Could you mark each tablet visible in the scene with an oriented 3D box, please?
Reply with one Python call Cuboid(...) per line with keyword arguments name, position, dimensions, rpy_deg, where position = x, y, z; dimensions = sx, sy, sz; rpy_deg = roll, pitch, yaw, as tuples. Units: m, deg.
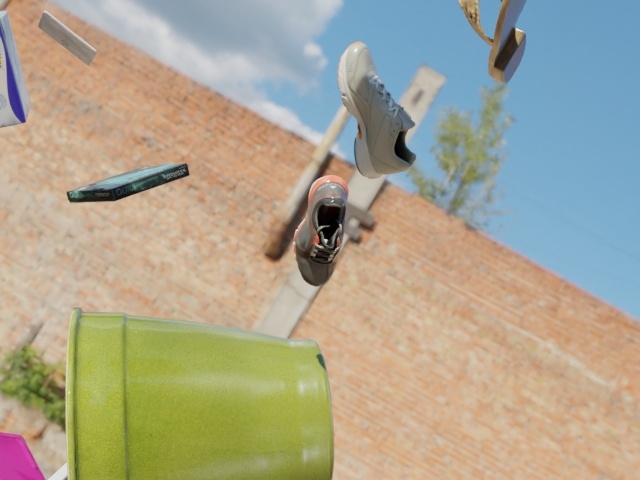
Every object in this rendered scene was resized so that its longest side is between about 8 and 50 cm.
Cuboid(name="tablet", position=(-0.332, -0.264, 1.259), dimensions=(0.083, 0.006, 0.054), rpy_deg=(38, -24, -13))

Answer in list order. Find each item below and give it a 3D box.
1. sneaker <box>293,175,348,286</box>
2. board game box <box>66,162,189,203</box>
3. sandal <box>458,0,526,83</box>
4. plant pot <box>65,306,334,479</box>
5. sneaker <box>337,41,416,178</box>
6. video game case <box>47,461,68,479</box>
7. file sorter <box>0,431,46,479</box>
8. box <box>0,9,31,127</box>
Cuboid(name="sneaker", position=(0.000, 0.000, 1.171), dimensions=(0.061, 0.157, 0.065), rpy_deg=(2, 35, -6))
Cuboid(name="board game box", position=(-0.345, -0.103, 1.728), dimensions=(0.126, 0.026, 0.186), rpy_deg=(-1, 17, 38))
Cuboid(name="sandal", position=(0.202, -0.272, 1.161), dimensions=(0.079, 0.088, 0.240), rpy_deg=(28, -13, 17))
Cuboid(name="plant pot", position=(-0.169, 0.268, 1.387), dimensions=(0.353, 0.366, 0.366), rpy_deg=(-3, -8, -9))
Cuboid(name="sneaker", position=(0.118, -0.247, 1.799), dimensions=(0.121, 0.099, 0.262), rpy_deg=(-1, -67, 37))
Cuboid(name="video game case", position=(-0.533, 0.575, 1.891), dimensions=(0.025, 0.285, 0.204), rpy_deg=(23, 31, 15))
Cuboid(name="file sorter", position=(-0.369, 0.279, 0.788), dimensions=(0.202, 0.182, 0.291), rpy_deg=(47, 11, 34))
Cuboid(name="box", position=(-0.404, -0.207, 1.166), dimensions=(0.137, 0.072, 0.126), rpy_deg=(-130, -151, -68))
